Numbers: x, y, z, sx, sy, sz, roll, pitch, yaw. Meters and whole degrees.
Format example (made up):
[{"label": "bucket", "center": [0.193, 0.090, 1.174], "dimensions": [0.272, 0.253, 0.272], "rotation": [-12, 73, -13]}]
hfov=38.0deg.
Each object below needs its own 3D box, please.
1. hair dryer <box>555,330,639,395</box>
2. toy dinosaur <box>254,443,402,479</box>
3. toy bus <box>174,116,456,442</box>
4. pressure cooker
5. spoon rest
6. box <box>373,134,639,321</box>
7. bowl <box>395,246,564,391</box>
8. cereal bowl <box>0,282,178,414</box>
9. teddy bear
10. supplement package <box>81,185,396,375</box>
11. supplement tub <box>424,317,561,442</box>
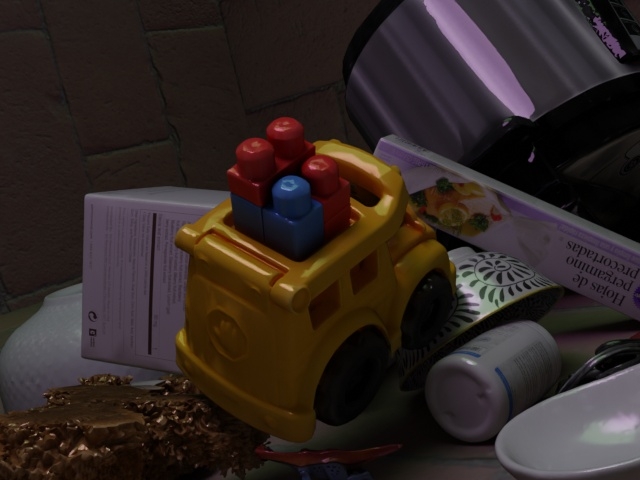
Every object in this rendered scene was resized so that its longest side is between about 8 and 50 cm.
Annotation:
[{"label": "hair dryer", "center": [0.330, 0.050, 0.774], "dimensions": [0.224, 0.080, 0.294], "rotation": [-17, -3, 39]}, {"label": "toy dinosaur", "center": [-0.001, 0.152, 0.653], "dimensions": [0.082, 0.090, 0.047], "rotation": [29, 13, -9]}, {"label": "toy bus", "center": [0.000, 0.000, 0.687], "dimensions": [0.149, 0.211, 0.220], "rotation": [26, 45, 31]}, {"label": "pressure cooker", "center": [0.271, -0.139, 1.224], "dimensions": [0.370, 0.420, 0.375], "rotation": [-22, -26, -18]}, {"label": "spoon rest", "center": [0.240, 0.095, 0.569], "dimensions": [0.277, 0.084, 0.137], "rotation": [-14, 6, -4]}, {"label": "box", "center": [0.197, -0.014, 0.932], "dimensions": [0.324, 0.063, 0.067], "rotation": [25, 17, 10]}, {"label": "bowl", "center": [0.125, 0.059, 0.838], "dimensions": [0.170, 0.080, 0.170], "rotation": [-26, -22, -11]}, {"label": "cereal bowl", "center": [-0.274, 0.122, 1.256], "dimensions": [0.339, 0.141, 0.339], "rotation": [-13, 6, 1]}, {"label": "teddy bear", "center": [-0.164, 0.174, 0.751], "dimensions": [0.245, 0.113, 0.338], "rotation": [-2, -1, -12]}, {"label": "supplement package", "center": [-0.075, 0.042, 0.965], "dimensions": [0.293, 0.175, 0.177], "rotation": [6, 8, 19]}, {"label": "supplement tub", "center": [0.138, 0.109, 0.736], "dimensions": [0.071, 0.071, 0.107], "rotation": [-9, 7, 41]}]
